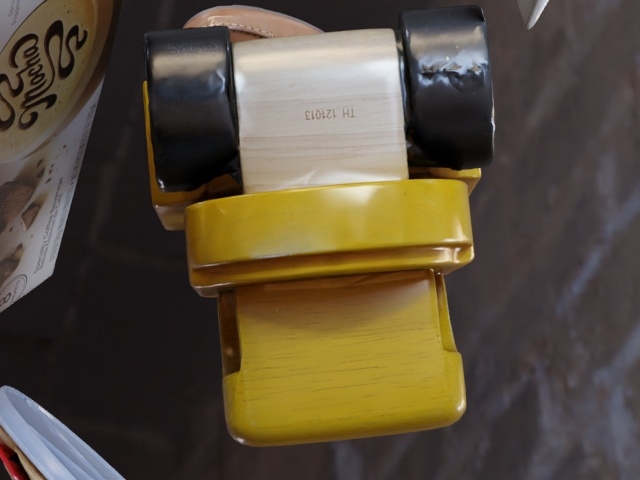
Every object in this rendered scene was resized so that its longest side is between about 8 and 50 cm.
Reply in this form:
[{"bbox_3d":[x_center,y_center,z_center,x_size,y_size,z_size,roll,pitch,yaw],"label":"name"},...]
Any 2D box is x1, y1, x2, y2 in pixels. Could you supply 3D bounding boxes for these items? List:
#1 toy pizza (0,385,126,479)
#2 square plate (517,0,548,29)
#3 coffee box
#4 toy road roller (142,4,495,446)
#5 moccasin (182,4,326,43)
[{"bbox_3d":[-0.088,0.144,0.910,0.032,0.201,0.201,-46,134,-4],"label":"toy pizza"},{"bbox_3d":[0.255,-0.374,1.650,0.049,0.347,0.344,29,172,7],"label":"square plate"},{"bbox_3d":[-0.221,-0.075,1.141,0.119,0.168,0.297,34,132,14],"label":"coffee box"},{"bbox_3d":[0.000,0.000,1.208,0.202,0.240,0.329,-5,176,-2],"label":"toy road roller"},{"bbox_3d":[-0.002,-0.120,2.179,0.139,0.147,0.380,-28,124,35],"label":"moccasin"}]
